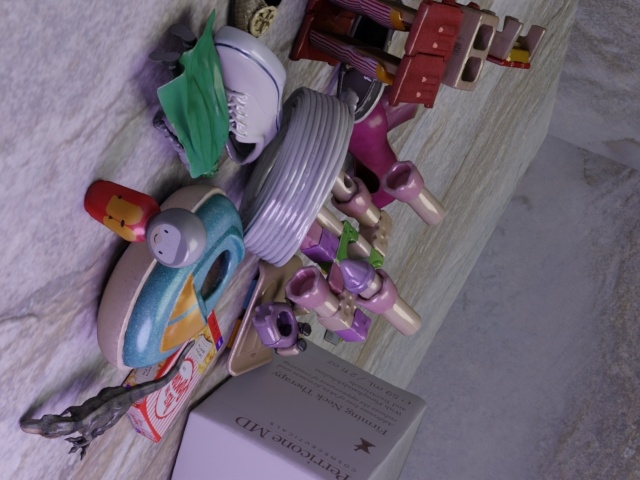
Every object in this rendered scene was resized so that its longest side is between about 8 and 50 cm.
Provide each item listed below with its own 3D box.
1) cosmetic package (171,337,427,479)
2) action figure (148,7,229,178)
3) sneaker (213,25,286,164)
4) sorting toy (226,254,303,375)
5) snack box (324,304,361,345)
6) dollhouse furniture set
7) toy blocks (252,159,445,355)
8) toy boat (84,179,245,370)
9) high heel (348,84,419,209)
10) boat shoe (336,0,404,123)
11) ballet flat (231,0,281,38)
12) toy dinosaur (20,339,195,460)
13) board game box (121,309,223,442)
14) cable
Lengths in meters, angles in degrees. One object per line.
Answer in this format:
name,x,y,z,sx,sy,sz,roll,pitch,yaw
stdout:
cosmetic package,-0.049,0.437,1.947,0.393,0.329,0.328,-35,147,-60
action figure,-0.154,-0.152,1.259,0.137,0.063,0.232,-57,158,-31
sneaker,-0.097,-0.176,1.344,0.258,0.094,0.091,75,38,-66
sorting toy,-0.104,0.129,1.868,0.193,0.038,0.208,-9,117,-70
snack box,0.062,0.163,2.407,0.100,0.037,0.141,-32,144,-64
dollhouse furniture set,0.159,-0.304,1.603,0.374,0.201,0.152,-5,119,-52
toy blocks,0.000,0.000,1.708,0.260,0.308,0.289,43,49,-36
toy boat,-0.184,0.033,1.283,0.268,0.148,0.318,-59,163,-18
high heel,0.064,-0.153,1.927,0.181,0.127,0.377,-25,151,-21
boat shoe,0.074,-0.308,1.714,0.068,0.081,0.228,22,86,-71
ballet flat,-0.047,-0.363,1.292,0.084,0.058,0.250,-13,126,-68
toy dinosaur,-0.278,0.219,1.362,0.268,0.064,0.118,-27,165,-45
board game box,-0.223,0.192,1.565,0.193,0.045,0.147,-57,162,-24
cable,-0.041,-0.093,1.479,0.257,0.089,0.257,-59,-166,27
